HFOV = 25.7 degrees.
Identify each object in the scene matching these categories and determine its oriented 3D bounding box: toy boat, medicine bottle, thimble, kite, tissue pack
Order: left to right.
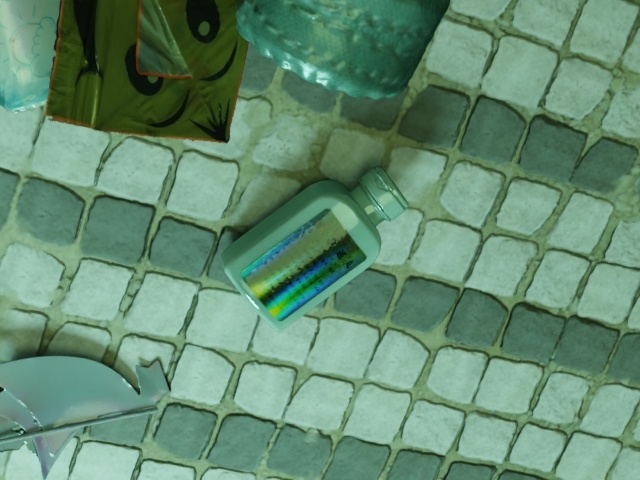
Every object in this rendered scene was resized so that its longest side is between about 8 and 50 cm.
[{"bbox_3d":[-0.358,0.198,1.740,0.318,0.072,0.219,-28,120,-4],"label":"toy boat"},{"bbox_3d":[-0.291,-0.293,1.488,0.201,0.124,0.271,-25,118,-23],"label":"tissue pack"},{"bbox_3d":[-0.161,-0.234,1.518,0.377,0.013,0.327,-47,130,-30],"label":"kite"},{"bbox_3d":[0.000,0.000,1.725,0.229,0.083,0.121,-36,114,5],"label":"medicine bottle"},{"bbox_3d":[0.019,-0.259,1.548,0.235,0.198,0.143,12,115,-37],"label":"thimble"}]
